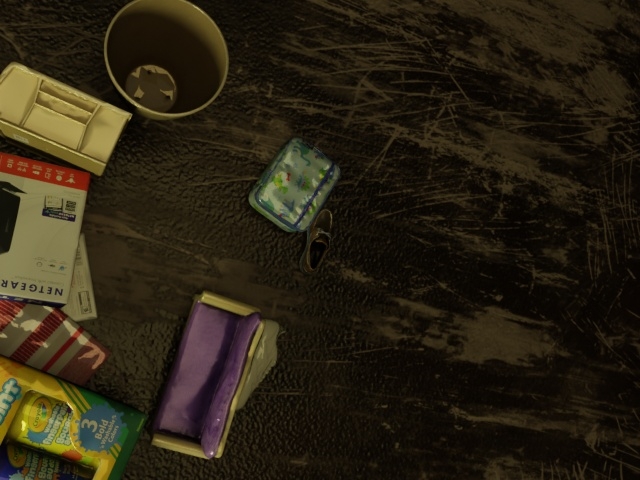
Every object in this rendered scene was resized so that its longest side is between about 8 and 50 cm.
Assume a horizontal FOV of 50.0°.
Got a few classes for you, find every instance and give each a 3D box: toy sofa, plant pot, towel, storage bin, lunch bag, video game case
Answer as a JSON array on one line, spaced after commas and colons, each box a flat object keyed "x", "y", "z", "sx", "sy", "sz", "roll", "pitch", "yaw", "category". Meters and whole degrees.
[{"x": -0.266, "y": 0.307, "z": 1.589, "sx": 0.150, "sy": 0.177, "sz": 0.363, "roll": 22, "pitch": 80, "yaw": -19, "category": "toy sofa"}, {"x": -0.362, "y": -0.375, "z": 1.547, "sx": 0.256, "sy": 0.274, "sz": 0.257, "roll": 2, "pitch": 86, "yaw": -20, "category": "plant pot"}, {"x": -0.660, "y": 0.234, "z": 1.495, "sx": 0.329, "sy": 0.037, "sz": 0.237, "roll": 44, "pitch": 76, "yaw": -16, "category": "towel"}, {"x": -0.561, "y": -0.246, "z": 1.468, "sx": 0.260, "sy": 0.262, "sz": 0.123, "roll": 24, "pitch": 80, "yaw": -18, "category": "storage bin"}, {"x": -0.061, "y": -0.140, "z": 1.750, "sx": 0.176, "sy": 0.090, "sz": 0.219, "roll": 38, "pitch": 75, "yaw": -18, "category": "lunch bag"}, {"x": -0.613, "y": 0.094, "z": 1.551, "sx": 0.183, "sy": 0.023, "sz": 0.201, "roll": -9, "pitch": 90, "yaw": -22, "category": "video game case"}]

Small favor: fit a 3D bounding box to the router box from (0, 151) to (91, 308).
[{"x": -0.683, "y": -0.032, "z": 1.448, "sx": 0.335, "sy": 0.082, "sz": 0.301, "roll": 12, "pitch": 72, "yaw": -28, "category": "router box"}]

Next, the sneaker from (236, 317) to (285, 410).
[{"x": -0.158, "y": 0.307, "z": 1.684, "sx": 0.094, "sy": 0.090, "sz": 0.235, "roll": 25, "pitch": 80, "yaw": -32, "category": "sneaker"}]

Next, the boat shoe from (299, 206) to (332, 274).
[{"x": 0.000, "y": 0.000, "z": 1.773, "sx": 0.066, "sy": 0.066, "sz": 0.183, "roll": 17, "pitch": 80, "yaw": -20, "category": "boat shoe"}]

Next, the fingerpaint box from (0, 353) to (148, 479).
[{"x": -0.617, "y": 0.485, "z": 1.371, "sx": 0.371, "sy": 0.163, "sz": 0.445, "roll": 30, "pitch": 71, "yaw": -23, "category": "fingerpaint box"}]
